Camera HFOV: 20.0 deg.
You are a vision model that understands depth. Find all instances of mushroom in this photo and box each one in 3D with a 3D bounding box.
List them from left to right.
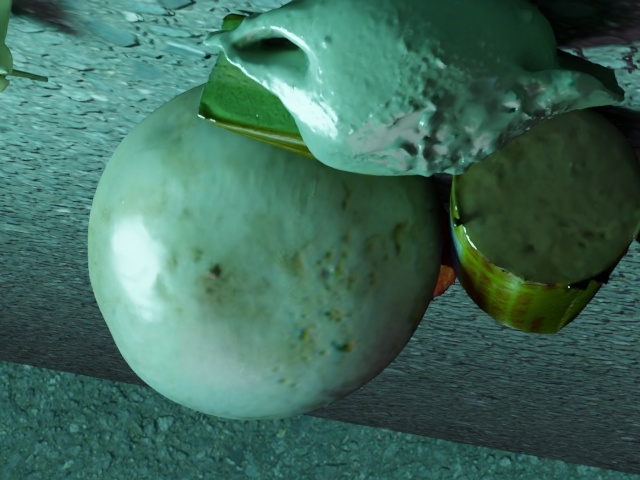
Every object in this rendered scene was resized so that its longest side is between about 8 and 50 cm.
[{"bbox_3d":[-0.042,-0.012,1.220,0.243,0.243,0.243,11,169,2],"label":"mushroom"}]

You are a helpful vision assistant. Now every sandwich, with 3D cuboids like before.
[{"bbox_3d":[0.001,-0.089,1.044,0.116,0.074,0.074,17,170,-22],"label":"sandwich"}]

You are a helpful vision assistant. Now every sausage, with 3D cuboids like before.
[{"bbox_3d":[0.148,-0.001,1.224,0.125,0.117,0.317,43,175,10],"label":"sausage"}]

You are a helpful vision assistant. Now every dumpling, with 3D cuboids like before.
[{"bbox_3d":[0.048,-0.079,0.955,0.219,0.108,0.152,12,169,11],"label":"dumpling"}]

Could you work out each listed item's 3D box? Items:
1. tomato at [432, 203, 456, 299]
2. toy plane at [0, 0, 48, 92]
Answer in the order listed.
[{"bbox_3d":[0.001,-0.003,1.421,0.228,0.101,0.228,1,167,0],"label":"tomato"},{"bbox_3d":[-0.305,-0.128,1.130,0.256,0.104,0.242,4,-176,4],"label":"toy plane"}]
